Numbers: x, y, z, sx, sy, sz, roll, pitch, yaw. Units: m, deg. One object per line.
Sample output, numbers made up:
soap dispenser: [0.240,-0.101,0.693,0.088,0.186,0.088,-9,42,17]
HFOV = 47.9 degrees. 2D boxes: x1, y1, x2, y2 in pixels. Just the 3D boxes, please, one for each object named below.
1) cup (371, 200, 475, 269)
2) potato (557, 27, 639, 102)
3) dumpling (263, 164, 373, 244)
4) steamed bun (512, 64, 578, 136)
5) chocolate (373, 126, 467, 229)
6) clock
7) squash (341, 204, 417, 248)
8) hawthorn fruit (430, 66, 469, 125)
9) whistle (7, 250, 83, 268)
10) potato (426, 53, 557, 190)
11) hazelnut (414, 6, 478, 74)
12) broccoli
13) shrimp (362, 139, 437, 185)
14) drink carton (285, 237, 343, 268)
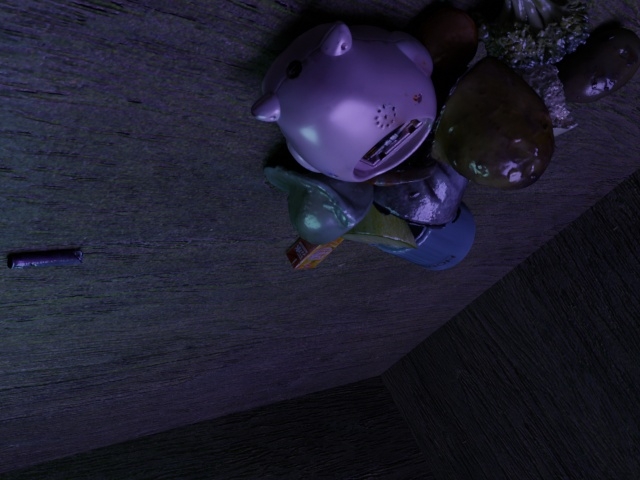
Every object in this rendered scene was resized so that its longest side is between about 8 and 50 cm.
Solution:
cup: [0.283,-0.067,2.279,0.311,0.331,0.256,18,95,-57]
potato: [0.791,-0.488,2.044,0.262,0.165,0.165,-40,155,9]
dumpling: [0.003,-0.091,1.801,0.270,0.211,0.321,2,159,-28]
steamed bun: [0.576,-0.374,1.948,0.200,0.225,0.170,-35,156,18]
chocolate: [0.270,-0.199,1.915,0.303,0.303,0.213,-9,133,-38]
clock: [0.063,-0.286,1.516,0.368,0.250,0.377,-41,154,23]
squash: [0.148,-0.077,2.056,0.237,0.154,0.204,4,170,26]
hawthorn fruit: [0.307,-0.353,1.779,0.188,0.169,0.169,-19,155,-25]
whistle: [-0.636,0.044,1.676,0.177,0.033,0.033,-5,147,-43]
potato: [0.401,-0.230,1.579,0.289,0.237,0.300,-45,160,-21]
hazelnut: [0.273,-0.444,1.603,0.150,0.150,0.150,-24,156,-11]
broccoli: [0.462,-0.521,1.626,0.247,0.263,0.243,-57,134,-17]
shrimp: [0.231,-0.187,1.722,0.317,0.164,0.062,-17,127,-21]
drink carton: [0.000,0.000,2.252,0.096,0.071,0.223,-1,144,-50]
